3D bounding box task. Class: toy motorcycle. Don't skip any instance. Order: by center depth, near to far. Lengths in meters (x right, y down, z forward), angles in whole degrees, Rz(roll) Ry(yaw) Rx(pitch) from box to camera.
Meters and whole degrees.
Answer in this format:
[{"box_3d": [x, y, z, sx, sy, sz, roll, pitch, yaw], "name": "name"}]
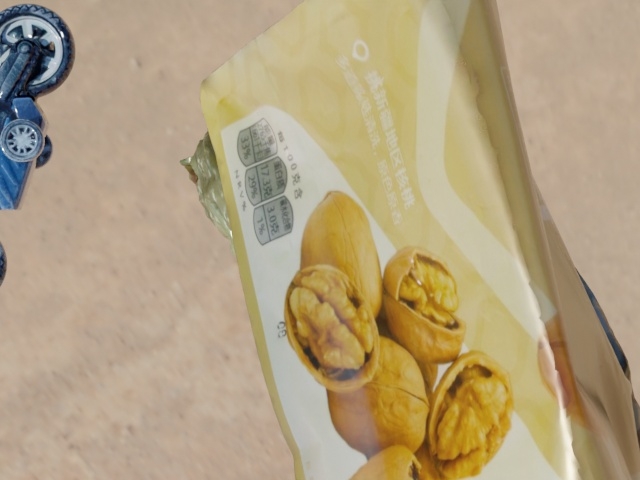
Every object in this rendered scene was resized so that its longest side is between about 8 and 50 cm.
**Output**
[{"box_3d": [-0.284, -0.081, 1.431, 0.135, 0.092, 0.254, 19, 90, -3], "name": "toy motorcycle"}]

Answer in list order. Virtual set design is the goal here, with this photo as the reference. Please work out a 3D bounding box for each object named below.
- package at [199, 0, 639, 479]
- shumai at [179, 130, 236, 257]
[{"box_3d": [0.083, 0.022, 0.926, 0.165, 0.221, 0.311, -8, 77, -36], "name": "package"}, {"box_3d": [-0.004, -0.001, 1.175, 0.184, 0.184, 0.142, 8, 100, 22], "name": "shumai"}]
